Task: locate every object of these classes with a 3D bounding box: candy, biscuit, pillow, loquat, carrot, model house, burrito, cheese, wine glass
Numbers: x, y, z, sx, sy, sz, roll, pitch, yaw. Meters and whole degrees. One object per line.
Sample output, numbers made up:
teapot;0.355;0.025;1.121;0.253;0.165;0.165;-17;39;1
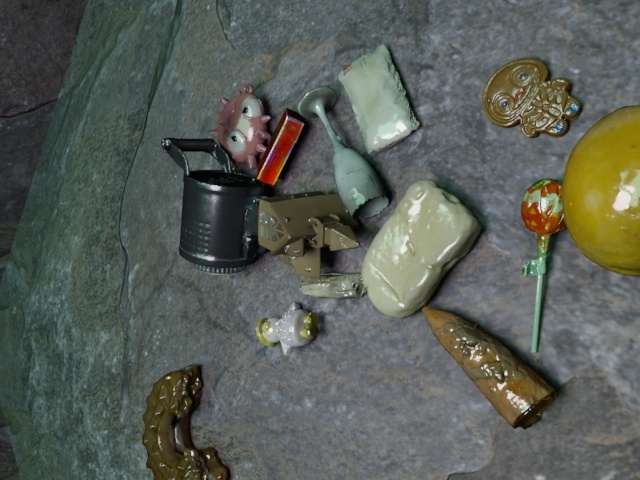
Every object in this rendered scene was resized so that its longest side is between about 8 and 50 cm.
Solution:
candy;0.361;0.043;0.781;0.078;0.084;0.288;9;101;45
biscuit;0.359;-0.245;0.827;0.175;0.026;0.124;44;114;36
pillow;0.121;-0.303;1.029;0.128;0.051;0.229;-29;68;28
loquat;0.433;-0.059;0.612;0.244;0.244;0.244;-5;82;41
carrot;0.269;0.199;0.821;0.263;0.102;0.102;44;114;39
biscuit;-0.399;0.560;1.359;0.268;0.115;0.366;-34;63;34
model house;0.000;0.000;1.002;0.248;0.180;0.176;22;117;52
burrito;0.029;0.101;1.073;0.188;0.045;0.058;-3;108;39
cheese;0.181;0.025;0.915;0.263;0.093;0.159;-56;50;24
wine glass;-0.016;-0.191;0.996;0.096;0.264;0.310;-45;58;40

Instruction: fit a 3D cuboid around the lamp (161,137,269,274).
lamp;-0.257;-0.055;1.213;0.374;0.205;0.272;37;116;21

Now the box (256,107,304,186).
box;-0.100;-0.232;1.187;0.175;0.048;0.112;-60;17;21

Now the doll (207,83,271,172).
doll;-0.216;-0.289;1.296;0.211;0.093;0.262;30;110;29

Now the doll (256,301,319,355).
doll;-0.082;0.209;1.136;0.207;0.081;0.129;-15;57;42
